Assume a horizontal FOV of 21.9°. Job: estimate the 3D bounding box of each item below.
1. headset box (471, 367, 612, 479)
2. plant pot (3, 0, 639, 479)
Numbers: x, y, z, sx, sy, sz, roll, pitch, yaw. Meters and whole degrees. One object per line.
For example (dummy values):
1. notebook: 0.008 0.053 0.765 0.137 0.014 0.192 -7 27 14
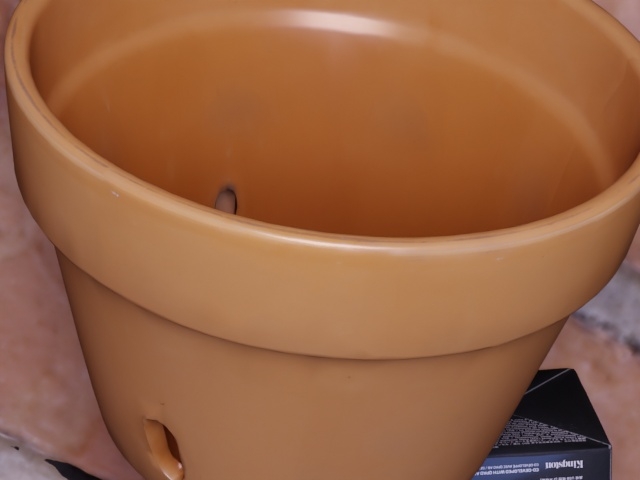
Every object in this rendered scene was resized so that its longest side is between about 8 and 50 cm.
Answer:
1. headset box: 0.047 0.231 0.927 0.218 0.110 0.293 -4 109 -1
2. plant pot: 0.000 0.000 0.775 0.291 0.291 0.203 4 124 -4
